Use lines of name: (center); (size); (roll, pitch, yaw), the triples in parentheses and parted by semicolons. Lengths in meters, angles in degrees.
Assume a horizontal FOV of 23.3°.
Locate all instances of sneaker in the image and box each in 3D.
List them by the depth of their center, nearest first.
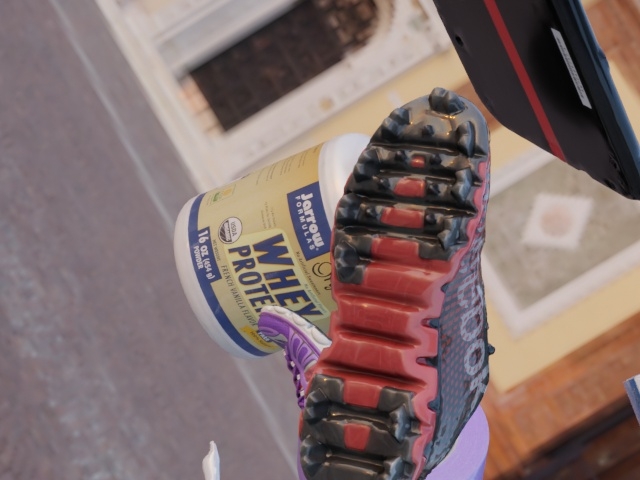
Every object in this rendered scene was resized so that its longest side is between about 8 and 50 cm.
sneaker: (0.063, 0.040, 1.030); (0.097, 0.276, 0.135); (12, 1, 27)
sneaker: (-0.005, 0.123, 1.390); (0.170, 0.071, 0.068); (44, -2, 28)

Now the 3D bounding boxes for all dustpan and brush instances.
dustpan and brush: (-0.137, 0.340, 1.842); (0.147, 0.060, 0.211); (103, -22, -62)

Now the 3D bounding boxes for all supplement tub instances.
supplement tub: (0.000, 0.000, 1.957); (0.228, 0.316, 0.228); (48, 30, -40)

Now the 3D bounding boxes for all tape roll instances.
tape roll: (0.104, 0.299, 2.257); (0.275, 0.274, 0.090); (-118, -155, -45)

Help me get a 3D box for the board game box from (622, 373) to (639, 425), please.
board game box: (0.454, 0.206, 1.306); (0.086, 0.308, 0.302); (50, 19, -80)

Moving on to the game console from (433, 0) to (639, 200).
game console: (0.226, -0.246, 1.758); (0.342, 0.060, 0.387); (39, -17, 56)
